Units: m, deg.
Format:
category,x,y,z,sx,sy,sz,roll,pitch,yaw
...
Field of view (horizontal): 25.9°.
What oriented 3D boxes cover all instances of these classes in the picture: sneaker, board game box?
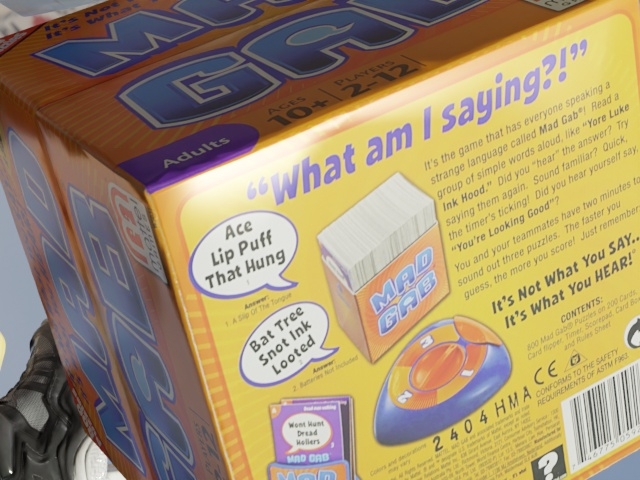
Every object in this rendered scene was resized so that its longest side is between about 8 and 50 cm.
category,x,y,z,sx,sy,sz,roll,pitch,yaw
sneaker,-0.297,0.162,1.355,0.153,0.101,0.268,0,-149,-18
board game box,0.000,0.000,1.033,0.357,0.356,0.356,-25,-150,-22

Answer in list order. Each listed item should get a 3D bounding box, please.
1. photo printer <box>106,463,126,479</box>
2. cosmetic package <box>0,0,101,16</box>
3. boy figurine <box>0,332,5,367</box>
category,x,y,z,sx,sy,sz,roll,pitch,yaw
photo printer,-0.349,0.401,1.568,0.256,0.307,0.107,3,178,4
cosmetic package,-0.310,-0.335,1.330,0.129,0.296,0.153,-10,-103,15
boy figurine,-0.497,0.142,1.612,0.285,0.177,0.092,-2,-103,8
